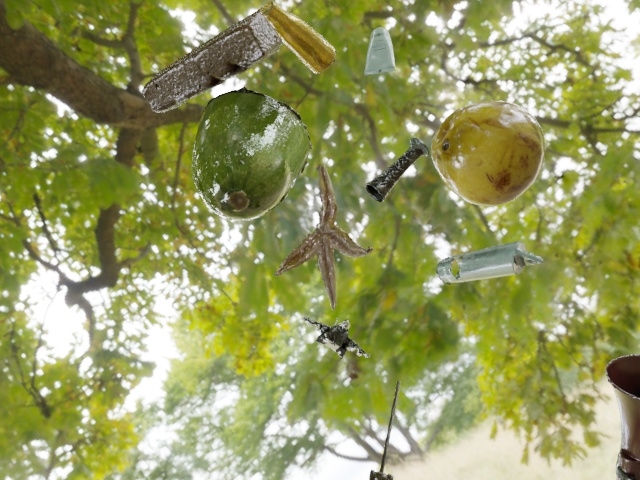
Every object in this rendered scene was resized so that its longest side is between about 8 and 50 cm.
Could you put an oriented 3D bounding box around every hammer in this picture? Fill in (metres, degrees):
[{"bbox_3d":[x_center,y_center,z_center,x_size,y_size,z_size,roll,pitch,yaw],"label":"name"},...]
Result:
[{"bbox_3d":[0.178,0.480,1.643,0.029,0.058,0.292,93,-168,-45],"label":"hammer"}]

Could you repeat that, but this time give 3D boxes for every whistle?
[{"bbox_3d":[0.322,0.046,1.273,0.062,0.062,0.312,-40,5,-17],"label":"whistle"}]

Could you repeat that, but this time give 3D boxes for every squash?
[{"bbox_3d":[-0.201,-0.165,1.605,0.310,0.310,0.309,108,179,-47],"label":"squash"}]

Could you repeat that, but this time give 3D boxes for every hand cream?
[{"bbox_3d":[0.215,-0.685,2.350,0.321,0.109,0.067,-83,-16,-50],"label":"hand cream"}]

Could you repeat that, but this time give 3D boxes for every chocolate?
[{"bbox_3d":[-0.055,-0.486,1.535,0.086,0.086,0.219,-51,-43,9],"label":"chocolate"}]

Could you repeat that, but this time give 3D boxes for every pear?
[{"bbox_3d":[0.426,-0.224,1.650,0.280,0.280,0.281,-38,-23,-20],"label":"pear"}]

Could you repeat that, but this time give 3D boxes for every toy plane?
[{"bbox_3d":[0.040,0.228,1.552,0.088,0.192,0.262,-59,-5,-8],"label":"toy plane"}]

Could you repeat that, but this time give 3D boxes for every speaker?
[{"bbox_3d":[0.719,0.406,1.391,0.259,0.198,0.330,-31,-57,-41],"label":"speaker"}]

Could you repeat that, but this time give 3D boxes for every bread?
[{"bbox_3d":[-0.288,-0.467,1.715,0.416,0.113,0.165,-17,25,33],"label":"bread"}]

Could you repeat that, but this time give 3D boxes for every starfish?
[{"bbox_3d":[0.005,0.003,2.289,0.398,0.384,0.132,-50,-36,16],"label":"starfish"}]

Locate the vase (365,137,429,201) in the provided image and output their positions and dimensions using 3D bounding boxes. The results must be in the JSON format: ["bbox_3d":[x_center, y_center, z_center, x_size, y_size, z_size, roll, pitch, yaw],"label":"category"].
[{"bbox_3d":[0.179,-0.165,1.500,0.167,0.059,0.059,-46,-21,-14],"label":"vase"}]
